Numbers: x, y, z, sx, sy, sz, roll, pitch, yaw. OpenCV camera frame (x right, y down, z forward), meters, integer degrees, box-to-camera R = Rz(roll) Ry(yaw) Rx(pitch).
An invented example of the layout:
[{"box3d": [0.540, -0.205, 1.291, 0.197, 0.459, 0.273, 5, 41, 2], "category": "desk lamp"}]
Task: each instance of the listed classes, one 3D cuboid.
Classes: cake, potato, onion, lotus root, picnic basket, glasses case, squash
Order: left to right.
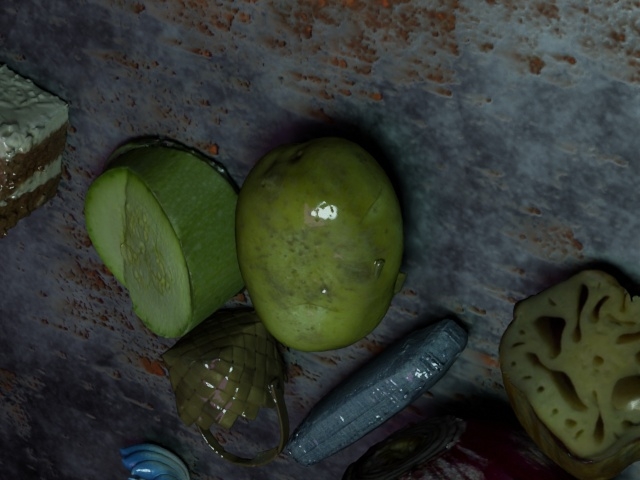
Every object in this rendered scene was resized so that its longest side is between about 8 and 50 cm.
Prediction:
[{"box3d": [-0.372, -0.107, 1.999, 0.134, 0.135, 0.147, 34, 128, 9], "category": "cake"}, {"box3d": [-0.188, 0.002, 1.965, 0.220, 0.133, 0.220, 22, 132, 26], "category": "squash"}, {"box3d": [-0.099, 0.180, 2.015, 0.128, 0.138, 0.178, -6, 111, 35], "category": "picnic basket"}, {"box3d": [0.001, 0.001, 1.819, 0.197, 0.148, 0.228, 5, 122, 46], "category": "potato"}, {"box3d": [0.059, 0.171, 1.927, 0.067, 0.109, 0.282, 50, 133, -3], "category": "glasses case"}, {"box3d": [0.171, 0.316, 1.818, 0.260, 0.337, 0.281, -26, 88, 31], "category": "onion"}, {"box3d": [0.294, 0.146, 1.748, 0.188, 0.199, 0.180, 62, 180, 29], "category": "lotus root"}]

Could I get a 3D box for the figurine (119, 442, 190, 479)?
[{"box3d": [-0.217, 0.300, 2.217, 0.114, 0.079, 0.114, 34, 178, 1], "category": "figurine"}]
